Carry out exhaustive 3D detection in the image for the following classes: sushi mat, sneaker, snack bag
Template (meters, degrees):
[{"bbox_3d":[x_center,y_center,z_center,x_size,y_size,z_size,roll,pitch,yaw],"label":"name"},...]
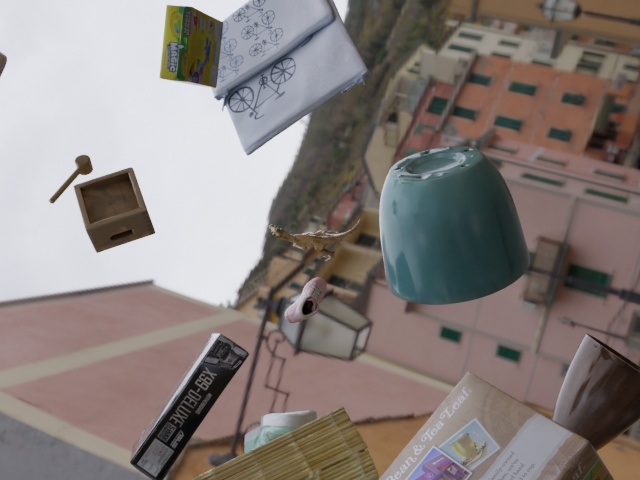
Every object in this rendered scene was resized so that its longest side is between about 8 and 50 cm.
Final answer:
[{"bbox_3d":[-0.071,0.379,1.216,0.317,0.151,0.019,-25,-23,-2],"label":"sushi mat"},{"bbox_3d":[-0.059,0.370,1.357,0.256,0.094,0.151,126,141,-58],"label":"sneaker"},{"bbox_3d":[-0.016,0.128,1.795,0.051,0.070,0.134,51,-124,-12],"label":"sneaker"},{"bbox_3d":[-0.092,-0.377,1.698,0.037,0.323,0.342,30,-147,-57],"label":"snack bag"}]

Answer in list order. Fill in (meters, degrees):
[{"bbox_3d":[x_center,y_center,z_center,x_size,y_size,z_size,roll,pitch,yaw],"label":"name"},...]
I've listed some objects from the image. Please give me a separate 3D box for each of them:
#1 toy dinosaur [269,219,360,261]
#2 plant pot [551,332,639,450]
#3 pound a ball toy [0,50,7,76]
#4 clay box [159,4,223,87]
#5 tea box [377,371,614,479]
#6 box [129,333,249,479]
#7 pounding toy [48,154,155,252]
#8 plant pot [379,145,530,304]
[{"bbox_3d":[0.000,0.000,1.385,0.093,0.183,0.053,26,-113,-57],"label":"toy dinosaur"},{"bbox_3d":[0.634,0.367,1.878,0.230,0.215,0.215,-57,-19,8],"label":"plant pot"},{"bbox_3d":[-0.499,-0.161,0.885,0.208,0.136,0.319,26,-88,-49],"label":"pound a ball toy"},{"bbox_3d":[-0.233,-0.345,1.472,0.222,0.053,0.127,-33,-50,-78],"label":"clay box"},{"bbox_3d":[0.231,0.421,1.104,0.329,0.220,0.323,-48,-54,-12],"label":"tea box"},{"bbox_3d":[-0.278,0.339,1.719,0.307,0.076,0.242,-55,6,-12],"label":"box"},{"bbox_3d":[-0.463,-0.081,1.713,0.181,0.206,0.094,-19,-35,-10],"label":"pounding toy"},{"bbox_3d":[0.248,-0.047,1.615,0.293,0.293,0.235,-46,-52,-51],"label":"plant pot"}]
